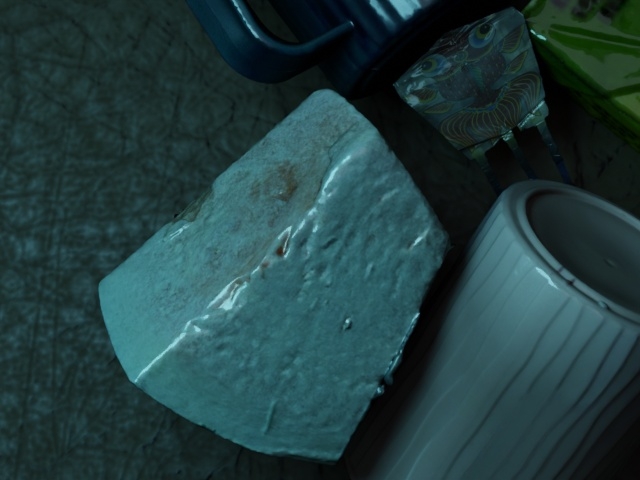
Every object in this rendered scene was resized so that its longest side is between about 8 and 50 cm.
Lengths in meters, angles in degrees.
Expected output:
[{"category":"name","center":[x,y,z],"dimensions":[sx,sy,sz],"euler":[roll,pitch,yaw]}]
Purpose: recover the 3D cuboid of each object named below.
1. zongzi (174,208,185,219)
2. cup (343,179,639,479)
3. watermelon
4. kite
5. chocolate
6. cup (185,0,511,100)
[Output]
[{"category":"zongzi","center":[-0.026,0.040,1.463],"dimensions":[0.204,0.094,0.205],"euler":[-18,78,-16]},{"category":"cup","center":[0.192,0.115,1.349],"dimensions":[0.288,0.273,0.208],"euler":[5,37,-37]},{"category":"watermelon","center":[0.000,0.000,1.288],"dimensions":[0.228,0.258,0.387],"euler":[38,43,1]},{"category":"kite","center":[0.160,-0.094,1.469],"dimensions":[0.127,0.016,0.229],"euler":[-27,118,6]},{"category":"chocolate","center":[0.367,-0.201,1.497],"dimensions":[0.289,0.137,0.301],"euler":[39,82,6]},{"category":"cup","center":[0.019,-0.294,1.428],"dimensions":[0.242,0.308,0.292],"euler":[-38,84,25]}]
